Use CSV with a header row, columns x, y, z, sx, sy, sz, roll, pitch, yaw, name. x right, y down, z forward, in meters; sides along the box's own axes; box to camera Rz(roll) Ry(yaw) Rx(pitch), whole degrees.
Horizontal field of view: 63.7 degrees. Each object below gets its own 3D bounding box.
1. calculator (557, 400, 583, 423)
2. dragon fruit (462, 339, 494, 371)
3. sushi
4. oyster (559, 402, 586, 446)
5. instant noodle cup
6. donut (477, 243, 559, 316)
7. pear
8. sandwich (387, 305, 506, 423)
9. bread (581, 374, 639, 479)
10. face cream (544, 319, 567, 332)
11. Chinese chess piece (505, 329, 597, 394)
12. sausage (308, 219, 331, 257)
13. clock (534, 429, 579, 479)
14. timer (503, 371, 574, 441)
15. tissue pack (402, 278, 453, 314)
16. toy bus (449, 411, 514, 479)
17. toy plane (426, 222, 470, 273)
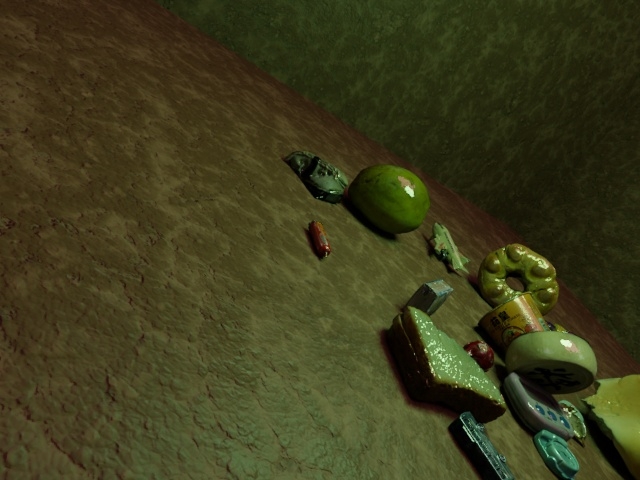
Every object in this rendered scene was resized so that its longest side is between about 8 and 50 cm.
x,y,z,sx,sy,sz,roll,pitch,yaw,name
0.818,0.569,1.691,0.153,0.021,0.095,11,35,-51,calculator
0.426,0.330,1.451,0.190,0.094,0.094,11,34,-41,dragon fruit
-0.014,-0.263,1.871,0.134,0.109,0.273,8,37,-54,sushi
0.778,0.572,1.606,0.086,0.029,0.132,10,48,-3,oyster
0.673,0.302,1.755,0.215,0.215,0.172,10,44,-51,instant noodle cup
0.806,0.172,2.115,0.150,0.299,0.318,3,73,-73,donut
0.261,-0.160,1.938,0.307,0.253,0.253,35,21,11,pear
0.309,0.306,1.288,0.288,0.100,0.254,27,25,-26,sandwich
1.067,0.604,1.717,0.329,0.245,0.424,41,26,5,bread
1.069,0.431,2.280,0.273,0.078,0.078,38,22,-4,face cream
0.698,0.374,1.568,0.257,0.257,0.104,31,50,-20,Chinese chess piece
0.000,0.000,1.469,0.145,0.048,0.050,-109,180,-51,sausage
0.628,0.575,1.346,0.108,0.045,0.147,29,24,-21,clock
0.626,0.483,1.489,0.208,0.069,0.191,30,23,-20,timer
0.322,0.178,1.536,0.065,0.116,0.155,46,23,23,tissue pack
0.351,0.459,1.129,0.065,0.047,0.166,10,36,-44,toy bus
0.536,0.031,2.182,0.241,0.104,0.256,14,32,-42,toy plane
